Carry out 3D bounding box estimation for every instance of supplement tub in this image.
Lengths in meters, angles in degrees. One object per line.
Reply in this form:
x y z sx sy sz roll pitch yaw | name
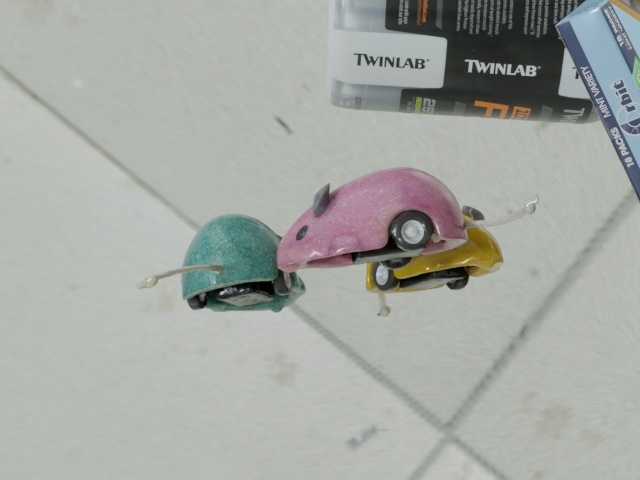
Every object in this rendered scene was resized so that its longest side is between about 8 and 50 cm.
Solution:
0.165 -0.207 1.602 0.316 0.193 0.193 4 85 1 | supplement tub

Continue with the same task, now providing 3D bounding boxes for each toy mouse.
0.000 0.000 0.602 0.143 0.161 0.031 -1 78 -29 | toy mouse

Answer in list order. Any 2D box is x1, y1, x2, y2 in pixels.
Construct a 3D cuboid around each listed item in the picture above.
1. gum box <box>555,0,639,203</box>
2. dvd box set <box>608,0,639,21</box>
0.259 -0.127 1.363 0.041 0.184 0.157 -21 100 32 | gum box
0.122 -0.218 0.590 0.308 0.062 0.420 -26 43 -20 | dvd box set
